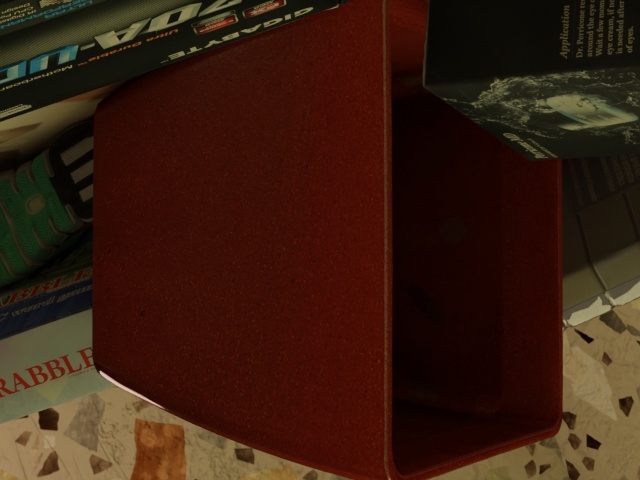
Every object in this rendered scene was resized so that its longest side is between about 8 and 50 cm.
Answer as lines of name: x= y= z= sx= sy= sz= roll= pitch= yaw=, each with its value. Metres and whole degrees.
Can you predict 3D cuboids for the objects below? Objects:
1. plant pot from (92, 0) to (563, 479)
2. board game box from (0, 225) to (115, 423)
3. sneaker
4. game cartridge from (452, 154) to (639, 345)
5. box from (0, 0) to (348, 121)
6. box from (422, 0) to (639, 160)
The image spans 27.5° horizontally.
plant pot: x=0.000 y=0.000 z=0.842 sx=0.236 sy=0.267 sz=0.267 roll=-1 pitch=178 yaw=30
board game box: x=-0.268 y=0.058 z=1.029 sx=0.319 sy=0.066 sz=0.318 roll=-19 pitch=-161 yaw=9
sneaker: x=-0.196 y=-0.023 z=0.955 sx=0.224 sy=0.083 sz=0.098 roll=-21 pitch=-179 yaw=28
game cartridge: x=0.211 y=-0.053 z=1.059 sx=0.230 sy=0.068 sz=0.355 roll=-22 pitch=-154 yaw=16
box: x=-0.098 y=-0.099 z=0.502 sx=0.220 sy=0.051 sz=0.175 roll=-19 pitch=177 yaw=-1
box: x=0.161 y=-0.109 z=0.723 sx=0.158 sy=0.093 sz=0.156 roll=-1 pitch=167 yaw=31
